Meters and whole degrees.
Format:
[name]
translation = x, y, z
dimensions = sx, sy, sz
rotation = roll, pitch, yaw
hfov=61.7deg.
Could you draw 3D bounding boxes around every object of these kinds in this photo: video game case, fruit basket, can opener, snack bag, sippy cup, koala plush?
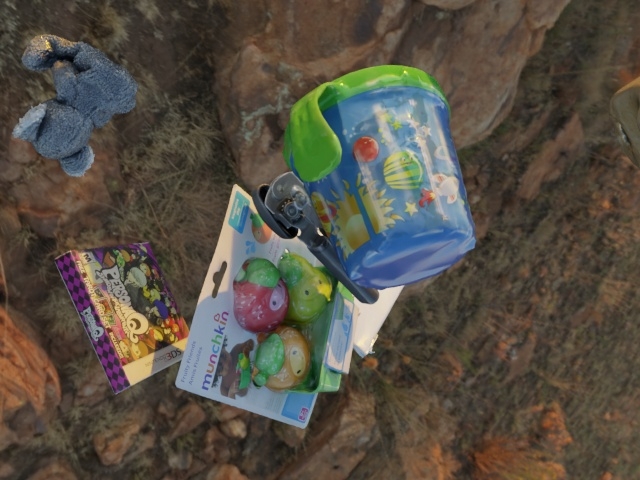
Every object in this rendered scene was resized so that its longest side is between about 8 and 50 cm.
[video game case]
translation = -0.320, 0.118, 0.914
dimensions = 0.042, 0.232, 0.210
rotation = -27, 175, 15
[fruit basket]
translation = -0.069, 0.128, 0.913
dimensions = 0.353, 0.166, 0.326
rotation = 47, 49, -52
[can opener]
translation = 0.000, 0.000, 0.903
dimensions = 0.283, 0.095, 0.076
rotation = 47, 63, -28
[snack bag]
translation = 0.044, 0.052, 1.230
dimensions = 0.037, 0.342, 0.323
rotation = -43, -175, 43
[sippy cup]
translation = 0.087, -0.065, 0.703
dimensions = 0.306, 0.224, 0.240
rotation = -4, 152, -22
[koala plush]
translation = -0.486, -0.252, 1.043
dimensions = 0.221, 0.204, 0.196
rotation = -67, 155, -20

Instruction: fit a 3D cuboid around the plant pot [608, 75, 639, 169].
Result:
[plant pot]
translation = 0.380, -0.077, 0.325
dimensions = 0.306, 0.333, 0.334
rotation = -30, 144, 25
